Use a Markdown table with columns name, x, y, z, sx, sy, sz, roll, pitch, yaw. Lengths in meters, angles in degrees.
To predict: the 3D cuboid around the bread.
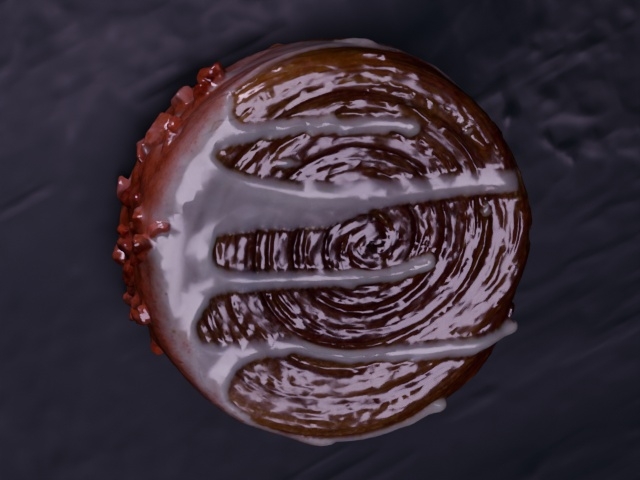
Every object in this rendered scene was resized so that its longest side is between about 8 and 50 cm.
| name | x | y | z | sx | sy | sz | roll | pitch | yaw |
| --- | --- | --- | --- | --- | --- | --- | --- | --- | --- |
| bread | 0.000 | 0.000 | 0.526 | 0.160 | 0.073 | 0.160 | -4 | 108 | -14 |
